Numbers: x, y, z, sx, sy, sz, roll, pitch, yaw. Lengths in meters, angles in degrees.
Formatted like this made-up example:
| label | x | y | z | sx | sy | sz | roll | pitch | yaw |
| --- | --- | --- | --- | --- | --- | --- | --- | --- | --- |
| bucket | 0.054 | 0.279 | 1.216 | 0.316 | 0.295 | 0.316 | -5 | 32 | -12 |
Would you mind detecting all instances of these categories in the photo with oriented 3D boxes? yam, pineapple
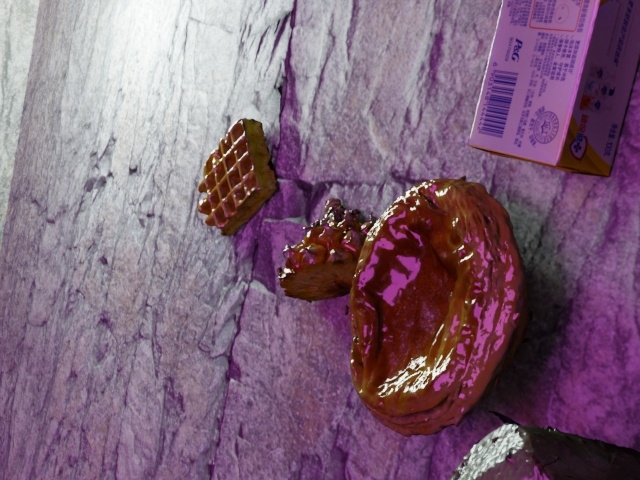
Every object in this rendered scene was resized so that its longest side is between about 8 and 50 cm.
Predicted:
| label | x | y | z | sx | sy | sz | roll | pitch | yaw |
| --- | --- | --- | --- | --- | --- | --- | --- | --- | --- |
| yam | 0.265 | 0.303 | 1.111 | 0.202 | 0.271 | 0.201 | -54 | 43 | 25 |
| pineapple | 0.003 | -0.001 | 1.630 | 0.250 | 0.140 | 0.164 | -17 | 69 | 55 |

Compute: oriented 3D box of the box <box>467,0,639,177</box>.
| label | x | y | z | sx | sy | sz | roll | pitch | yaw |
| --- | --- | --- | --- | --- | --- | --- | --- | --- | --- |
| box | 0.300 | -0.223 | 1.288 | 0.168 | 0.097 | 0.265 | 20 | 101 | 53 |

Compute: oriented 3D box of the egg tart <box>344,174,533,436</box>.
| label | x | y | z | sx | sy | sz | roll | pitch | yaw |
| --- | --- | --- | --- | --- | --- | --- | --- | --- | --- |
| egg tart | 0.167 | 0.091 | 1.378 | 0.352 | 0.150 | 0.351 | -25 | 59 | 50 |

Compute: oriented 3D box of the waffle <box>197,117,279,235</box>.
| label | x | y | z | sx | sy | sz | roll | pitch | yaw |
| --- | --- | --- | --- | --- | --- | --- | --- | --- | --- |
| waffle | -0.168 | -0.110 | 1.945 | 0.211 | 0.055 | 0.160 | -41 | 54 | 44 |

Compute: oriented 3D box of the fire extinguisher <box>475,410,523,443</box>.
| label | x | y | z | sx | sy | sz | roll | pitch | yaw |
| --- | --- | --- | --- | --- | --- | --- | --- | --- | --- |
| fire extinguisher | 0.238 | 0.328 | 1.282 | 0.071 | 0.099 | 0.231 | -16 | 73 | 59 |
